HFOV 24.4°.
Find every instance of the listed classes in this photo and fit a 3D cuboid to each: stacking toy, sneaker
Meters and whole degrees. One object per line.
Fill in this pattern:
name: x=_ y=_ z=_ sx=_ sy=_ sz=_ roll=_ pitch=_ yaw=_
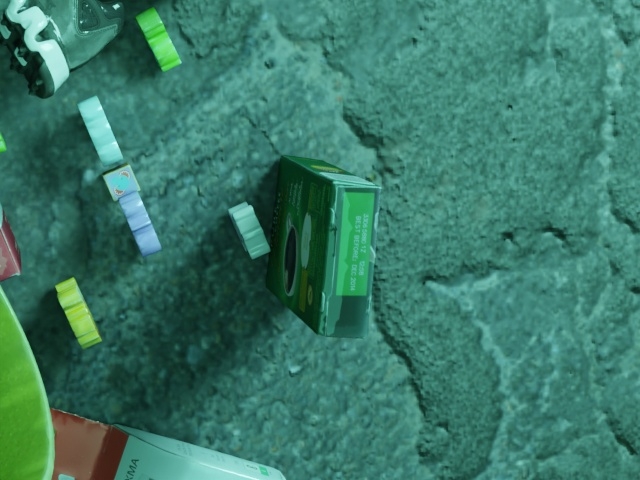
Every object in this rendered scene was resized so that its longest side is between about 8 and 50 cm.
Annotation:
stacking toy: x=-0.156 y=-0.049 z=1.135 sx=0.167 sy=0.052 sz=0.221 roll=-25 pitch=102 yaw=-6
sneaker: x=-0.224 y=-0.226 z=1.085 sx=0.106 sy=0.078 sz=0.234 roll=-33 pitch=95 yaw=-21

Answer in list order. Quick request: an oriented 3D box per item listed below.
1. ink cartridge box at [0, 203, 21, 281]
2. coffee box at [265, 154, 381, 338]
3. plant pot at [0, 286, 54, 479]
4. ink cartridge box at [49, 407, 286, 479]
ink cartridge box: x=-0.309 y=-0.042 z=1.067 sx=0.128 sy=0.127 sz=0.176 roll=-21 pitch=103 yaw=-7
coffee box: x=0.000 y=0.000 z=1.105 sx=0.040 sy=0.184 sz=0.113 roll=4 pitch=97 yaw=-14
plant pot: x=-0.362 y=0.111 z=0.901 sx=0.293 sy=0.275 sz=0.275 roll=-30 pitch=103 yaw=8
ink cartridge box: x=-0.159 y=0.244 z=1.182 sx=0.224 sy=0.056 sz=0.181 roll=18 pitch=95 yaw=-15
